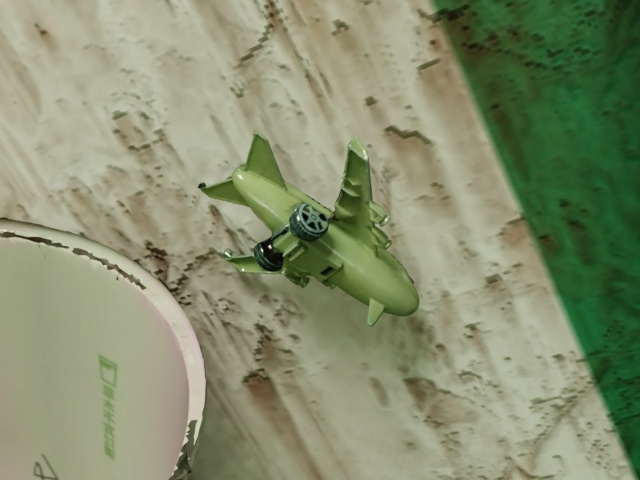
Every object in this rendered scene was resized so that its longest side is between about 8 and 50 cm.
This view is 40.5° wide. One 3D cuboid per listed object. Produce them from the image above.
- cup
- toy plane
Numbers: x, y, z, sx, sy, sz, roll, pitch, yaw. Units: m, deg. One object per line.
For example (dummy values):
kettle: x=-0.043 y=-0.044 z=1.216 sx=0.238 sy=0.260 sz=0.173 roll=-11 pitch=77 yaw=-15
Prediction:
cup: x=-0.179 y=0.162 z=0.407 sx=0.253 sy=0.253 sz=0.273 roll=10 pitch=127 yaw=7
toy plane: x=0.000 y=0.000 z=0.384 sx=0.111 sy=0.040 sz=0.102 roll=42 pitch=138 yaw=-10
